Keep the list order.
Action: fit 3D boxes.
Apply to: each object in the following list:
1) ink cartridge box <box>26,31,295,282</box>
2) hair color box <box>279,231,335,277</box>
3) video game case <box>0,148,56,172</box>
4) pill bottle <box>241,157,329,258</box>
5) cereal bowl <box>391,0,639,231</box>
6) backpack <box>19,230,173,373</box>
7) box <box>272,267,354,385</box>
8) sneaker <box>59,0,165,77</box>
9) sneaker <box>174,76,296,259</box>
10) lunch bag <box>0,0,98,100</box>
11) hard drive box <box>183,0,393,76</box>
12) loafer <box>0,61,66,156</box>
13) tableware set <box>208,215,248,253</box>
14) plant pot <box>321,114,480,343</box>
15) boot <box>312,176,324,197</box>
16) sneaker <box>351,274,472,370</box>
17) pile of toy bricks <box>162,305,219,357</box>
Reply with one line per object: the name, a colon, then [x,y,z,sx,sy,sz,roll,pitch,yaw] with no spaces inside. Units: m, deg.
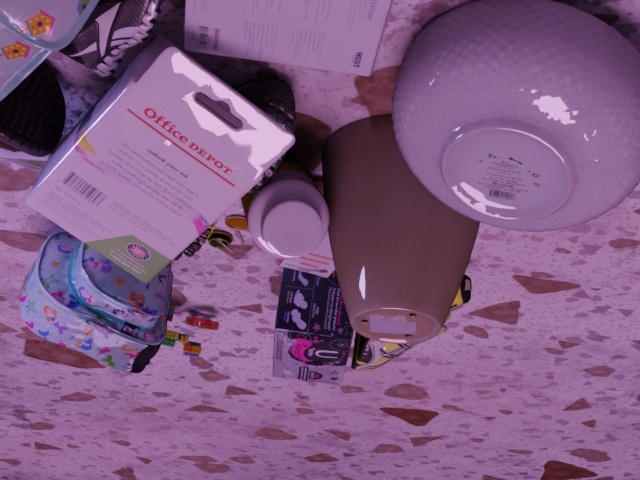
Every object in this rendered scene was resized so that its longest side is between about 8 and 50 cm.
ink cartridge box: [-0.199,-0.120,1.456,0.207,0.119,0.353,36,129,-20]
hair color box: [0.000,0.000,1.891,0.093,0.053,0.167,14,150,-15]
video game case: [-0.352,-0.115,1.686,0.213,0.023,0.193,4,177,3]
pill bottle: [-0.052,-0.045,1.632,0.117,0.117,0.215,11,-165,-11]
cereal bowl: [0.246,-0.128,1.400,0.339,0.141,0.339,12,140,11]
backpack: [-0.388,0.091,1.966,0.254,0.225,0.191,19,128,-15]
box: [-0.008,0.149,2.058,0.142,0.163,0.247,7,153,1]
sneaker: [-0.266,-0.278,1.375,0.106,0.078,0.234,18,153,-27]
sneaker: [-0.150,-0.125,1.617,0.134,0.146,0.343,35,130,-15]
lunch bag: [-0.384,-0.304,1.269,0.262,0.160,0.223,-29,135,31]
hard drive box: [-0.036,-0.289,1.298,0.232,0.089,0.181,9,153,-4]
loafer: [-0.493,-0.231,1.485,0.130,0.133,0.366,0,152,40]
tableware set: [-0.147,-0.010,1.931,0.154,0.024,0.104,1,152,11]
plant pot: [0.117,0.002,1.631,0.257,0.273,0.256,5,153,2]
boot: [-0.023,-0.051,1.776,0.087,0.042,0.118,-15,118,4]
sneaker: [0.155,0.155,2.065,0.147,0.145,0.384,12,154,-11]
pile of toy bricks: [-0.311,0.184,2.222,0.212,0.118,0.105,14,171,-17]
